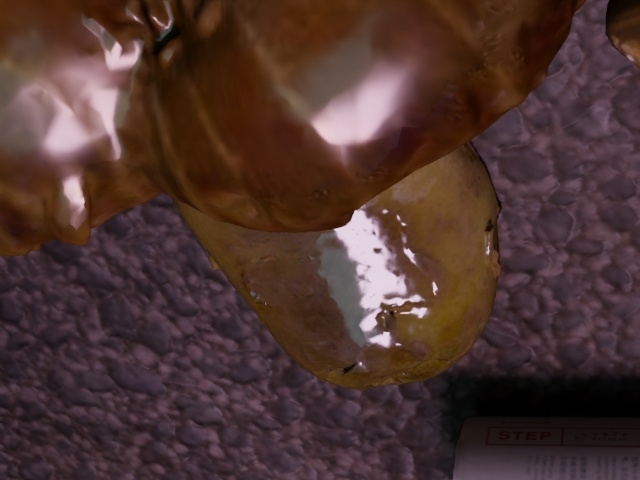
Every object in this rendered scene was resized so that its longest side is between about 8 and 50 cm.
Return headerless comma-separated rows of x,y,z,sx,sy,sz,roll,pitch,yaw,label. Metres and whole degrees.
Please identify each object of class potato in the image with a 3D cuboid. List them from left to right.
0.000,0.000,0.741,0.164,0.081,0.200,-27,113,31,potato

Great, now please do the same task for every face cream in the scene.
0.183,0.141,0.784,0.214,0.096,0.095,-2,125,16,face cream

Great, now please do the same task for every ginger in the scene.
-0.037,-0.136,0.609,0.358,0.152,0.274,-4,96,13,ginger

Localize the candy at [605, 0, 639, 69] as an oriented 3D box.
0.248,-0.026,0.645,0.143,0.101,0.271,-19,125,33,candy
